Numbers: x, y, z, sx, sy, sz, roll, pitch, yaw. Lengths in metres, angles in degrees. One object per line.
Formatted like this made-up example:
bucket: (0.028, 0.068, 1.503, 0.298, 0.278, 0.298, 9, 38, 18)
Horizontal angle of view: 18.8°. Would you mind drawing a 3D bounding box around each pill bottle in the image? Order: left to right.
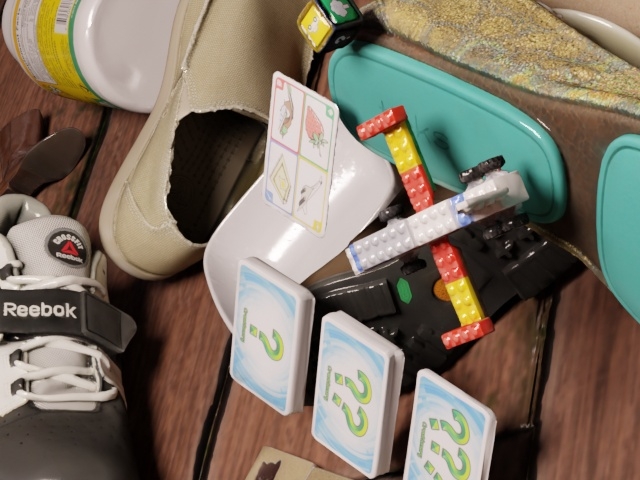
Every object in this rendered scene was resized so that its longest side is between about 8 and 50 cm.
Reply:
pill bottle: (-0.172, -0.164, 1.508, 0.117, 0.117, 0.208, -59, 30, -9)

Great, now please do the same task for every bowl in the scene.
bowl: (0.000, 0.000, 1.156, 0.142, 0.053, 0.142, -48, 31, 10)

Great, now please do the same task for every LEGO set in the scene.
LEGO set: (0.014, 0.011, 0.929, 0.182, 0.060, 0.244, 32, 128, 38)

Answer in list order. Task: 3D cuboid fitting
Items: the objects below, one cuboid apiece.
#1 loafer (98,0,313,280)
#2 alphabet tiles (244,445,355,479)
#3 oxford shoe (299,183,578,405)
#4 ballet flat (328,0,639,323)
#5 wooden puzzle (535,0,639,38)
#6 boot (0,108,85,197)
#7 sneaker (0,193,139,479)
loafer: (-0.056, -0.095, 1.299, 0.092, 0.102, 0.268, 8, 75, 56)
alphabet tiles: (-0.067, 0.273, 1.010, 0.285, 0.011, 0.342, 9, 67, 58)
oxford shoe: (0.052, 0.016, 1.052, 0.227, 0.083, 0.096, -32, 26, 21)
ballet flat: (0.149, -0.034, 0.878, 0.348, 0.123, 0.123, 35, 89, 38)
wooden puzzle: (0.203, -0.236, 1.010, 0.348, 0.080, 0.322, 27, 85, 36)
boot: (-0.233, -0.083, 1.598, 0.106, 0.037, 0.114, -39, 28, 20)
sneaker: (-0.187, 0.064, 1.249, 0.330, 0.122, 0.146, 46, 122, 59)
